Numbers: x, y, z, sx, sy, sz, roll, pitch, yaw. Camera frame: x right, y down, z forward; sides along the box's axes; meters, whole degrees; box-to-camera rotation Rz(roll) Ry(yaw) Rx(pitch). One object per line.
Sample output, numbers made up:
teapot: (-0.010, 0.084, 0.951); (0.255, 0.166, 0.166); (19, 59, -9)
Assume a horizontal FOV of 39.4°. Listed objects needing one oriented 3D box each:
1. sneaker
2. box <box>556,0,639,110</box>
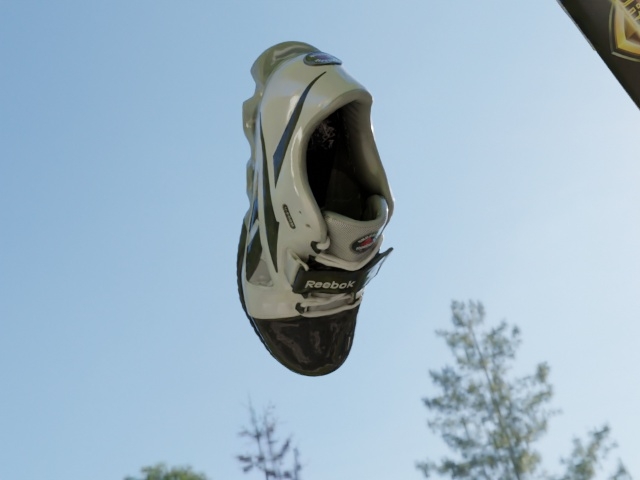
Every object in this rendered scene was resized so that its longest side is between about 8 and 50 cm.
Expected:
sneaker: (0.000, 0.000, 0.803); (0.122, 0.146, 0.331); (-16, -62, -23)
box: (0.163, -0.148, 0.412); (0.220, 0.175, 0.051); (-14, -22, -44)
